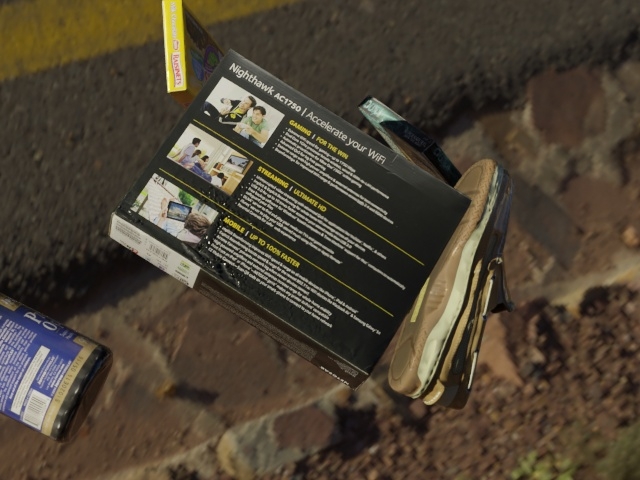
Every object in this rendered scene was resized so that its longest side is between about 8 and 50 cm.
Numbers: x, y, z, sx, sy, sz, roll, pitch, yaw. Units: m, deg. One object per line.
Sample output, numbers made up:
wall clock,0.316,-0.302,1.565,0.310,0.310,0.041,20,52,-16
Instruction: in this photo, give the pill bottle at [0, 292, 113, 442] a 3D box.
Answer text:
pill bottle,-0.357,0.130,1.670,0.219,0.123,0.123,27,58,2

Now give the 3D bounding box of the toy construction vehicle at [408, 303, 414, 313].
toy construction vehicle,0.124,0.057,1.882,0.035,0.086,0.098,22,77,12

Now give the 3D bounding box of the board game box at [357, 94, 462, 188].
board game box,0.128,-0.111,1.887,0.026,0.186,0.126,-44,124,-2

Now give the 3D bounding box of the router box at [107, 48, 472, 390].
router box,-0.017,-0.013,0.890,0.179,0.046,0.133,33,69,0

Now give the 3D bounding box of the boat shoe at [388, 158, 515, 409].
boat shoe,0.114,0.035,1.112,0.072,0.068,0.190,22,85,-14

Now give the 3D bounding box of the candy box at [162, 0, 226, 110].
candy box,-0.134,-0.186,1.644,0.027,0.206,0.105,-5,79,10
